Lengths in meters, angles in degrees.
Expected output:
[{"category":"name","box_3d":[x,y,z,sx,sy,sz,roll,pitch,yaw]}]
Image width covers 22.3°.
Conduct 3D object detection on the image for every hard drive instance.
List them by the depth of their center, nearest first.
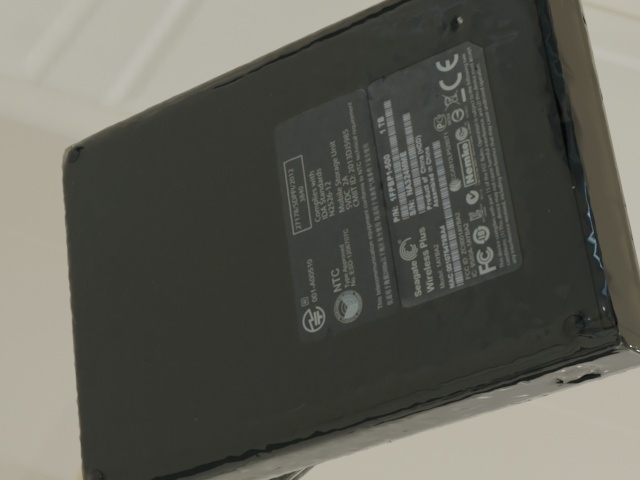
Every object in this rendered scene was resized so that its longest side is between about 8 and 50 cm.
[{"category":"hard drive","box_3d":[0.000,0.000,0.360,0.022,0.135,0.094,25,51,-52]}]

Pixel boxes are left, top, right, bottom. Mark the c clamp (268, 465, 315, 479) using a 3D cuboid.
[{"category":"c clamp","box_3d":[-0.013,0.089,0.642,0.137,0.022,0.161,-37,178,-43]}]
